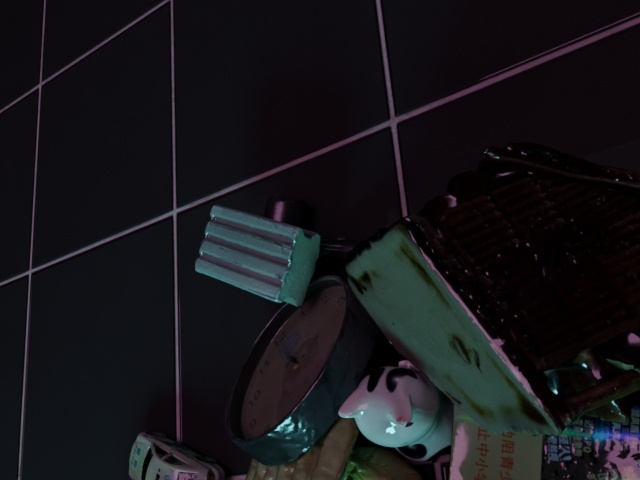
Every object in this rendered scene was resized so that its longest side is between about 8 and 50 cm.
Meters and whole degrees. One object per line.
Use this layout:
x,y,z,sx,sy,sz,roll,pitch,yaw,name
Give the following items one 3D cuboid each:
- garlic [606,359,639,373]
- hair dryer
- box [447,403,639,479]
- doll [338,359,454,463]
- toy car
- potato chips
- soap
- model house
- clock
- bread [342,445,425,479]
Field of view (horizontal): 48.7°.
0.401,0.060,0.710,0.217,0.110,0.228,-135,63,-71,garlic
0.000,0.000,1.095,0.219,0.071,0.124,7,83,33,hair dryer
0.291,0.270,0.772,0.310,0.084,0.198,-1,77,38,box
0.110,0.211,0.876,0.110,0.181,0.107,-10,59,31,doll
-0.253,0.388,1.178,0.224,0.076,0.090,10,86,40,toy car
-0.065,0.393,0.930,0.358,0.070,0.429,132,159,-61,potato chips
-0.098,0.019,1.067,0.198,0.063,0.114,17,90,42,soap
0.234,0.045,0.798,0.282,0.317,0.297,-28,83,-17,model house
-0.032,0.172,0.984,0.280,0.055,0.280,-45,21,23,clock
0.053,0.389,0.914,0.140,0.106,0.236,31,98,38,bread
